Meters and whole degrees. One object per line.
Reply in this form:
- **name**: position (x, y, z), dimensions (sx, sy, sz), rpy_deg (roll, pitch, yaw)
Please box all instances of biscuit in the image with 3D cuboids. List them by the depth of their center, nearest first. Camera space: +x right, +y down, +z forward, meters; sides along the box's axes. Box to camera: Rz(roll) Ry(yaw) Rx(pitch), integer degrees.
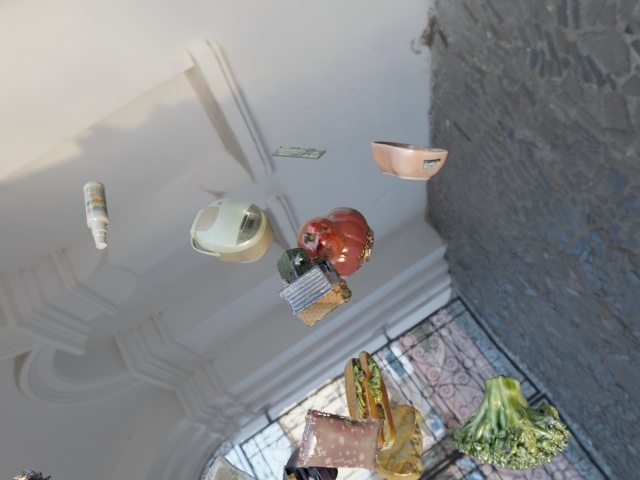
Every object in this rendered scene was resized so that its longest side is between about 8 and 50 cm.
- **biscuit**: position (0.254, 0.698, 1.745), dimensions (0.274, 0.213, 0.091), rpy_deg (-67, -26, -47)

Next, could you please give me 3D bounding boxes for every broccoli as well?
- **broccoli**: position (0.511, 0.497, 1.382), dimensions (0.248, 0.287, 0.246), rpy_deg (108, 165, -73)

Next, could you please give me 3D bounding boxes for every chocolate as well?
- **chocolate**: position (-0.261, 0.820, 1.569), dimensions (0.303, 0.185, 0.100), rpy_deg (9, 150, 46)

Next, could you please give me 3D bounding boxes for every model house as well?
- **model house**: position (-0.041, 0.111, 1.429), dimensions (0.172, 0.166, 0.183), rpy_deg (45, -168, -47)

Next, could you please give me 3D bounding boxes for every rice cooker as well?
- **rice cooker**: position (-0.209, -0.020, 1.201), dimensions (0.206, 0.145, 0.127), rpy_deg (1, 149, 31)

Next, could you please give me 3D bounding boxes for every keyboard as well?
- **keyboard**: position (-0.071, -0.278, 1.589), dimensions (0.176, 0.055, 0.014), rpy_deg (10, 131, 30)

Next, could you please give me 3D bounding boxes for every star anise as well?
- **star anise**: position (-0.816, 0.710, 1.450), dimensions (0.141, 0.042, 0.141), rpy_deg (42, 178, 2)

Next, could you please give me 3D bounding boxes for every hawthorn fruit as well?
- **hawthorn fruit**: position (0.000, 0.000, 1.684), dimensions (0.173, 0.172, 0.173), rpy_deg (56, 173, 10)

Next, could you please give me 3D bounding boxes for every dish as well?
- **dish**: position (0.247, -0.224, 1.424), dimensions (0.213, 0.213, 0.091), rpy_deg (-138, 52, -65)

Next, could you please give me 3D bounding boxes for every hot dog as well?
- **hot dog**: position (0.149, 0.494, 1.588), dimensions (0.338, 0.135, 0.100), rpy_deg (-98, 2, -46)

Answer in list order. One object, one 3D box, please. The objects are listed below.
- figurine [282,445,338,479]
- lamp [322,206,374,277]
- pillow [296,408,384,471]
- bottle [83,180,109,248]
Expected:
- **figurine**: position (-0.032, 0.680, 1.478), dimensions (0.143, 0.309, 0.308), rpy_deg (32, 169, 9)
- **lamp**: position (0.088, 0.010, 2.085), dimensions (0.256, 0.304, 0.303), rpy_deg (13, 167, 4)
- **pillow**: position (0.045, 0.398, 0.988), dimensions (0.184, 0.118, 0.043), rpy_deg (13, 178, -25)
- **bottle**: position (-0.613, -0.069, 1.379), dimensions (0.060, 0.060, 0.217), rpy_deg (67, 179, -56)
